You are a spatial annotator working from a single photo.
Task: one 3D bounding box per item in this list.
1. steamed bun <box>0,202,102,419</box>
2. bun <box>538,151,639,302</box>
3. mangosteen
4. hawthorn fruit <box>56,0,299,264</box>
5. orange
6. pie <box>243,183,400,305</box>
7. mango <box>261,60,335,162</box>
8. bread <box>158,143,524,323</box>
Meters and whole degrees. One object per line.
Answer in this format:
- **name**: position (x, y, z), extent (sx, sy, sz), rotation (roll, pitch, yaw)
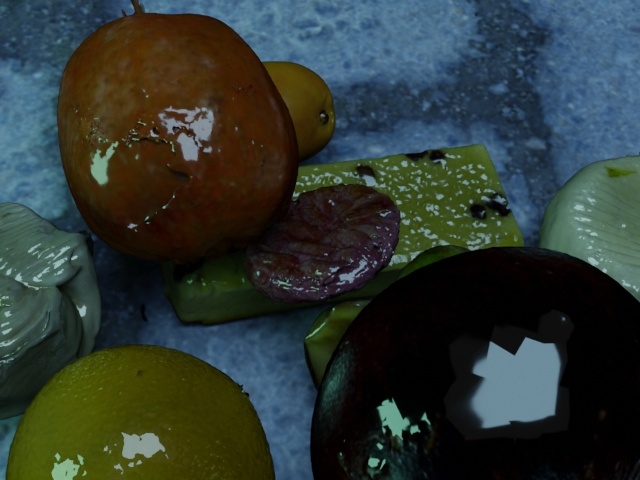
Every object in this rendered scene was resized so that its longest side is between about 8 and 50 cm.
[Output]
- **steamed bun**: position (-0.291, 0.078, 1.040), extent (0.218, 0.144, 0.211), rotation (17, 44, 37)
- **bun**: position (0.333, 0.032, 1.150), extent (0.259, 0.160, 0.259), rotation (6, 45, -6)
- **mangosteen**: position (0.136, 0.143, 0.975), extent (0.330, 0.330, 0.330), rotation (4, 59, -6)
- **hawthorn fruit**: position (-0.136, -0.117, 1.034), extent (0.211, 0.211, 0.299), rotation (-13, 74, -15)
- **orange**: position (-0.144, 0.191, 0.936), extent (0.236, 0.236, 0.236), rotation (4, 59, -6)
- **pie**: position (0.000, 0.000, 1.063), extent (0.155, 0.036, 0.154), rotation (-11, 37, 9)
- **mango**: position (-0.094, -0.122, 1.196), extent (0.219, 0.112, 0.145), rotation (-10, 23, -3)
- **bread**: position (0.014, -0.009, 1.170), extent (0.362, 0.077, 0.138), rotation (-8, 61, -13)
